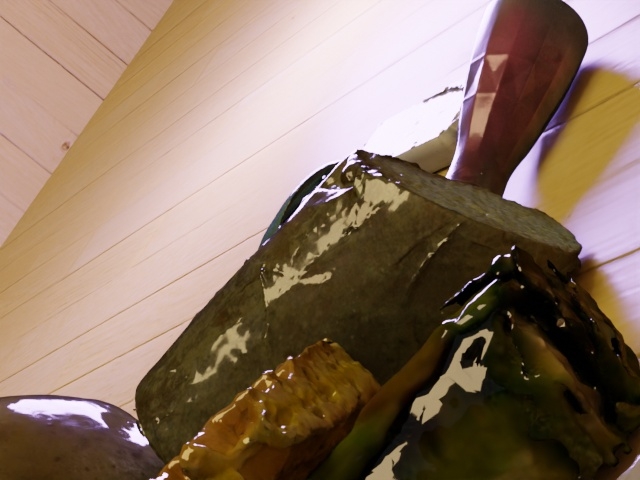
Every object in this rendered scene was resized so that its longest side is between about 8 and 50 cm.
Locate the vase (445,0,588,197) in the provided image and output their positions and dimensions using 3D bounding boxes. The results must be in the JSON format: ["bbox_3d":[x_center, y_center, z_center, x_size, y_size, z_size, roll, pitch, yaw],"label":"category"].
[{"bbox_3d":[0.135,-0.088,1.369,0.086,0.086,0.214,-30,29,52],"label":"vase"}]

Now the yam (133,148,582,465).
[{"bbox_3d":[0.016,0.062,1.203,0.304,0.168,0.168,-48,15,16],"label":"yam"}]

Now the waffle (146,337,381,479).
[{"bbox_3d":[-0.057,0.144,1.040,0.160,0.055,0.211,-50,-8,17],"label":"waffle"}]

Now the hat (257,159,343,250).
[{"bbox_3d":[0.000,0.000,1.555,0.138,0.078,0.191,-45,-5,-11],"label":"hat"}]

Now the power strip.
[{"bbox_3d":[0.088,-0.090,1.581,0.192,0.035,0.081,-24,30,58],"label":"power strip"}]

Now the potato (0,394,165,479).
[{"bbox_3d":[-0.212,0.241,1.250,0.221,0.243,0.326,-55,8,47],"label":"potato"}]

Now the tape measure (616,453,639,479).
[{"bbox_3d":[0.193,0.126,0.606,0.265,0.130,0.258,-41,20,33],"label":"tape measure"}]

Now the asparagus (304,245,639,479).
[{"bbox_3d":[0.024,0.177,0.988,0.382,0.128,0.108,-49,-25,9],"label":"asparagus"}]
